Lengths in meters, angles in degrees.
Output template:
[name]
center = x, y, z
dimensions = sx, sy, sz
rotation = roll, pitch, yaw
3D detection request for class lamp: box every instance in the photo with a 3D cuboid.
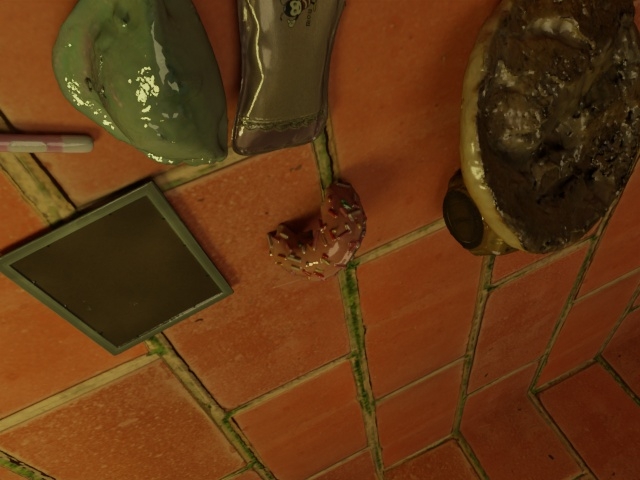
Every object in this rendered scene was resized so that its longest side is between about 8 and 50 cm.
[lamp]
center = 0.307, -0.062, 0.875
dimensions = 0.184, 0.161, 0.161
rotation = -22, 142, -19

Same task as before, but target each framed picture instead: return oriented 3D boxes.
[framed picture]
center = -0.261, 0.050, 0.727
dimensions = 0.217, 0.017, 0.274
rotation = -27, 142, -6

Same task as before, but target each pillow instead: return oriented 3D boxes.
[pillow]
center = -0.035, -0.195, 0.585
dimensions = 0.130, 0.038, 0.233
rotation = -13, 137, -27

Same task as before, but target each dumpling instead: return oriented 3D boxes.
[dumpling]
center = -0.166, -0.147, 0.495
dimensions = 0.149, 0.105, 0.217
rotation = -20, 142, -14

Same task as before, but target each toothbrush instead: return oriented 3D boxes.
[toothbrush]
center = -0.363, -0.092, 0.491
dimensions = 0.286, 0.025, 0.020
rotation = -4, 136, -31

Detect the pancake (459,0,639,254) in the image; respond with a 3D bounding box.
[pancake]
center = 0.329, -0.170, 0.731
dimensions = 0.386, 0.082, 0.388
rotation = -9, 107, -30

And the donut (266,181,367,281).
[donut]
center = 0.000, 0.000, 0.767
dimensions = 0.166, 0.117, 0.065
rotation = -47, 144, 19
